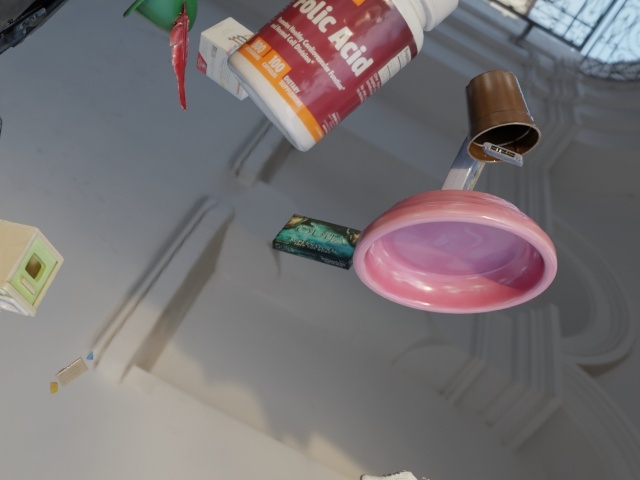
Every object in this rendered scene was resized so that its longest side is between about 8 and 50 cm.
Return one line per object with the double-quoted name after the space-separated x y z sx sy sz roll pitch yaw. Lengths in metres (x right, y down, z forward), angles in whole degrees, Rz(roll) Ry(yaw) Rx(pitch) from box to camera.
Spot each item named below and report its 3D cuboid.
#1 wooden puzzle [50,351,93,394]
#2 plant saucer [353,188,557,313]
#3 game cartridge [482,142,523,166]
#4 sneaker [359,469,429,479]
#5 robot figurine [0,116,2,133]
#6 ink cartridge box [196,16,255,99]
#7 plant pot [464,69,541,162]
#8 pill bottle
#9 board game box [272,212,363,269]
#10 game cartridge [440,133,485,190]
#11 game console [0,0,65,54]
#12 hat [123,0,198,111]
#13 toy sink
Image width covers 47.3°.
-0.570 0.300 1.670 0.116 0.014 0.079 -33 155 -29 "wooden puzzle"
0.222 0.017 1.226 0.332 0.332 0.084 123 -21 -56 "plant saucer"
0.375 -0.176 1.500 0.017 0.083 0.056 -64 161 -3 "game cartridge"
0.152 0.489 1.474 0.053 0.152 0.061 172 -63 -78 "sneaker"
-0.755 -0.199 1.450 0.174 0.209 0.278 -114 -144 -57 "robot figurine"
-0.235 -0.506 2.035 0.127 0.176 0.128 -42 164 -38 "ink cartridge box"
0.411 -0.293 1.695 0.167 0.166 0.165 123 -34 -60 "plant pot"
0.044 -0.368 1.329 0.392 0.224 0.224 -42 -177 0 "pill bottle"
0.000 0.000 1.660 0.126 0.186 0.026 -55 155 -49 "board game box"
0.372 -0.170 1.889 0.297 0.062 0.198 -63 168 -4 "game cartridge"
-0.554 -0.430 1.395 0.213 0.044 0.361 -33 -155 21 "game console"
-0.227 -0.384 1.286 0.208 0.183 0.173 -41 -157 14 "hat"
-0.747 0.094 1.756 0.153 0.131 0.234 75 31 -56 "toy sink"
